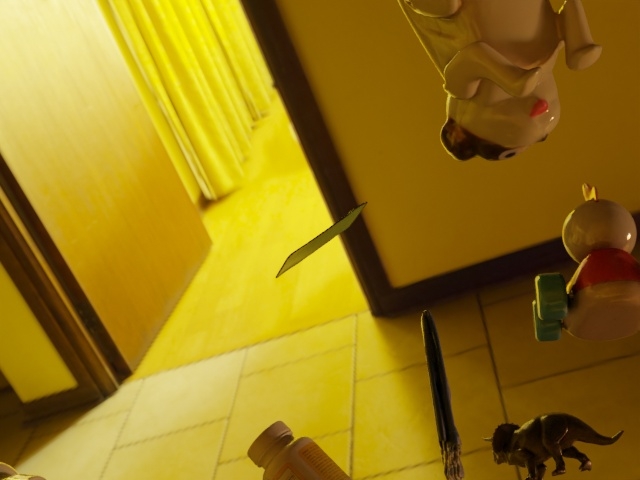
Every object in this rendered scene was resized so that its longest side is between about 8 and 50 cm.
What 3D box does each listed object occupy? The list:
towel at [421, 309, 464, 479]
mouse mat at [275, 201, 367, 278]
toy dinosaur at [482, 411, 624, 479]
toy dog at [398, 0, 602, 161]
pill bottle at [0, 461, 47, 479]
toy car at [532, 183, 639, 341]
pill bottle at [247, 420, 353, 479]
[{"bbox_3d":[0.191,0.252,1.210,0.034,0.285,0.209,-9,61,7],"label":"towel"},{"bbox_3d":[0.000,0.000,1.435,0.190,0.007,0.152,-36,-7,-21],"label":"mouse mat"},{"bbox_3d":[0.493,0.442,1.701,0.314,0.121,0.160,-33,51,28],"label":"toy dinosaur"},{"bbox_3d":[0.275,-0.328,1.340,0.285,0.407,0.395,-35,26,-28],"label":"toy dog"},{"bbox_3d":[-0.654,0.490,1.410,0.319,0.176,0.176,-4,28,17],"label":"pill bottle"},{"bbox_3d":[0.449,0.026,1.250,0.219,0.210,0.237,-4,65,11],"label":"toy car"},{"bbox_3d":[-0.014,0.229,0.740,0.065,0.065,0.116,-37,66,-28],"label":"pill bottle"}]
